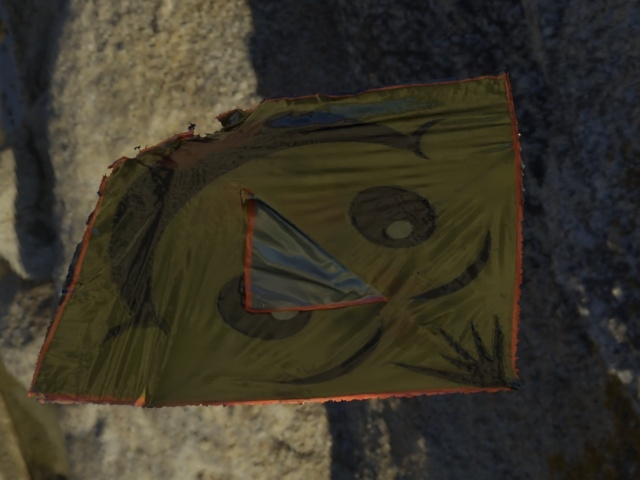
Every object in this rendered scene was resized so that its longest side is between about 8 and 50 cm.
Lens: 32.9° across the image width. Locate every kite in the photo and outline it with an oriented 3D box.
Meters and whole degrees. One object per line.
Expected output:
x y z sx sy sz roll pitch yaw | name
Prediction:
0.000 -0.002 0.645 0.327 0.377 0.013 38 151 42 | kite
